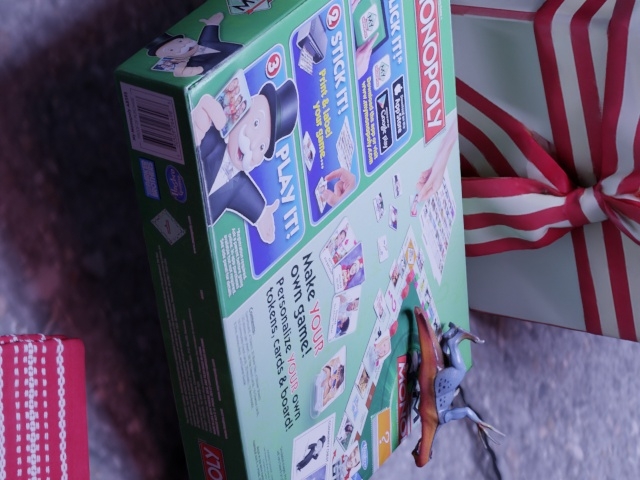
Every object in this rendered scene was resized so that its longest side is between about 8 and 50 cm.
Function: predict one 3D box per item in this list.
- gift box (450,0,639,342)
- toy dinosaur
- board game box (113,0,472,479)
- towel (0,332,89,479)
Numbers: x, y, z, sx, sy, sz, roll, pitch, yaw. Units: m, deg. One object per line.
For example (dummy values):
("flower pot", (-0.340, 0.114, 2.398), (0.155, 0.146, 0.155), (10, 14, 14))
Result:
("gift box", (0.194, -0.097, 1.160), (0.258, 0.255, 0.276), (-48, 129, -39))
("toy dinosaur", (0.061, 0.086, 1.102), (0.090, 0.047, 0.082), (28, 91, -26))
("board game box", (0.000, 0.000, 1.018), (0.213, 0.046, 0.317), (-43, 140, -40))
("towel", (-0.165, 0.140, 0.834), (0.275, 0.031, 0.199), (5, 80, -70))
